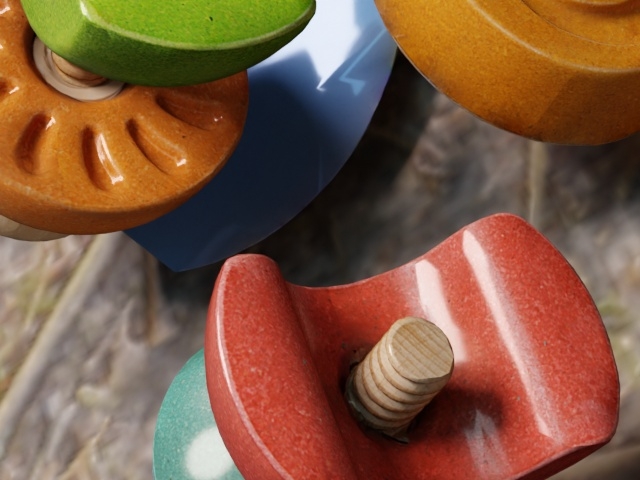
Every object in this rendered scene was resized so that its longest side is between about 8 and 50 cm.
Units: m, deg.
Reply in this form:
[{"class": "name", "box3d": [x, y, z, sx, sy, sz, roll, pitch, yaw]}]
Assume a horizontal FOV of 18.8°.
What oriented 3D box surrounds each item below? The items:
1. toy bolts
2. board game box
[{"class": "toy bolts", "box3d": [0.000, 0.000, 0.549, 0.158, 0.218, 0.228, 126, 135, -53]}, {"class": "board game box", "box3d": [-0.042, -0.070, 0.650, 0.169, 0.033, 0.133, 36, 94, 28]}]
